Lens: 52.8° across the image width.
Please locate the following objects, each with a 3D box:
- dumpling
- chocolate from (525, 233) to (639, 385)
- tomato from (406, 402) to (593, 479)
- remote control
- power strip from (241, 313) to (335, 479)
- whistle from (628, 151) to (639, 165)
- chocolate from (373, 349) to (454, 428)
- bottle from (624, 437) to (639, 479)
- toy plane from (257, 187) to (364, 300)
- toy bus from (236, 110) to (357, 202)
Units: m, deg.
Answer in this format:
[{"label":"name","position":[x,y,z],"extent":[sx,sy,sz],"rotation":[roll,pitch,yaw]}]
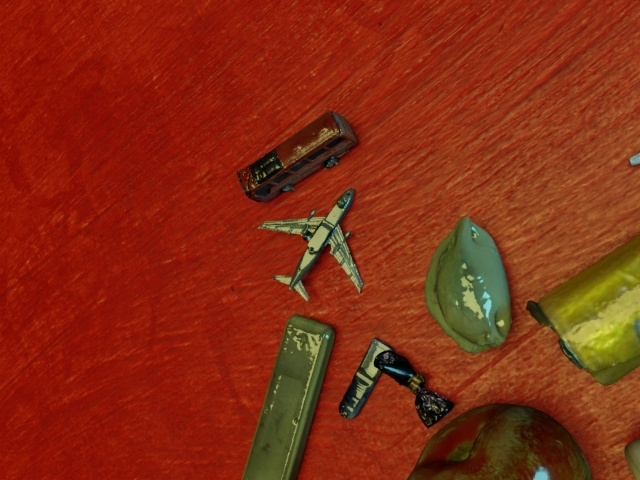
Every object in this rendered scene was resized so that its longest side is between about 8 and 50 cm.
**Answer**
[{"label":"dumpling","position":[0.224,0.074,1.037],"extent":[0.149,0.105,0.216],"rotation":[-12,80,24]},{"label":"chocolate","position":[0.510,0.020,0.877],"extent":[0.445,0.162,0.162],"rotation":[-40,70,15]},{"label":"tomato","position":[0.257,0.369,0.909],"extent":[0.270,0.270,0.222],"rotation":[-37,94,18]},{"label":"remote control","position":[0.077,0.247,1.135],"extent":[0.043,0.027,0.152],"rotation":[30,96,29]},{"label":"power strip","position":[-0.063,0.330,1.176],"extent":[0.092,0.066,0.387],"rotation":[16,90,24]},{"label":"whistle","position":[0.507,-0.132,0.968],"extent":[0.083,0.029,0.033],"rotation":[-22,92,15]},{"label":"chocolate","position":[0.155,0.238,1.076],"extent":[0.070,0.072,0.147],"rotation":[-41,75,13]},{"label":"bottle","position":[0.544,0.300,0.845],"extent":[0.237,0.147,0.147],"rotation":[-27,74,16]},{"label":"toy plane","position":[-0.001,0.001,1.179],"extent":[0.226,0.058,0.226],"rotation":[32,99,8]},{"label":"toy bus","position":[-0.047,-0.151,1.196],"extent":[0.235,0.096,0.073],"rotation":[-30,71,19]}]
